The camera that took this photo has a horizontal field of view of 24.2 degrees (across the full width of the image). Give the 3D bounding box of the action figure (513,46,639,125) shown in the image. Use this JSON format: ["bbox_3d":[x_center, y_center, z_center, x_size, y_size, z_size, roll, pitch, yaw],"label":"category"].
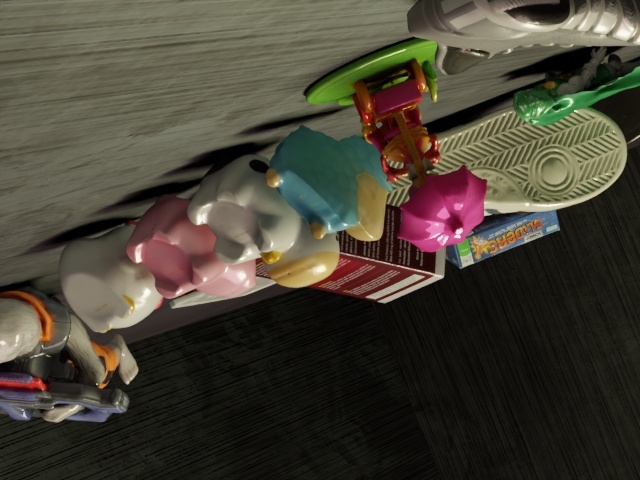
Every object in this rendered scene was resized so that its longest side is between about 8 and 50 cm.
[{"bbox_3d":[0.284,-0.169,1.629,0.232,0.063,0.137,-23,180,-45],"label":"action figure"}]

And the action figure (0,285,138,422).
[{"bbox_3d":[-0.381,0.124,1.764,0.341,0.178,0.330,5,168,0],"label":"action figure"}]

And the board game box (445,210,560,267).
[{"bbox_3d":[0.188,-0.030,1.842,0.136,0.035,0.201,-20,-160,-12],"label":"board game box"}]

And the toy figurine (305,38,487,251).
[{"bbox_3d":[0.075,-0.067,1.228,0.130,0.159,0.173,-21,176,-4],"label":"toy figurine"}]

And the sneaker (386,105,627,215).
[{"bbox_3d":[0.181,-0.085,1.770,0.350,0.131,0.148,-9,-178,-7],"label":"sneaker"}]

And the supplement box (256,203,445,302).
[{"bbox_3d":[0.000,0.000,1.599,0.239,0.073,0.130,12,159,-26],"label":"supplement box"}]

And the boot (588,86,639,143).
[{"bbox_3d":[0.443,-0.211,1.977,0.264,0.096,0.280,-32,179,25],"label":"boot"}]

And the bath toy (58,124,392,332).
[{"bbox_3d":[-0.099,-0.003,1.427,0.348,0.151,0.129,-21,-156,36],"label":"bath toy"}]

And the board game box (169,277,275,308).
[{"bbox_3d":[-0.017,0.007,2.423,0.390,0.050,0.390,-23,176,14],"label":"board game box"}]

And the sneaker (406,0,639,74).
[{"bbox_3d":[0.146,-0.161,1.025,0.229,0.086,0.132,-3,169,-44],"label":"sneaker"}]
